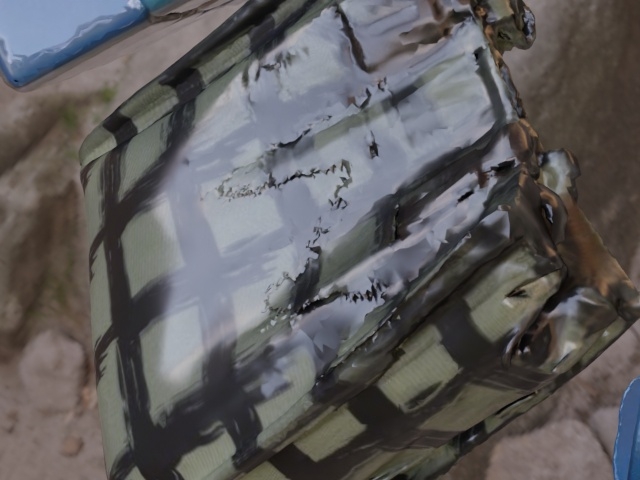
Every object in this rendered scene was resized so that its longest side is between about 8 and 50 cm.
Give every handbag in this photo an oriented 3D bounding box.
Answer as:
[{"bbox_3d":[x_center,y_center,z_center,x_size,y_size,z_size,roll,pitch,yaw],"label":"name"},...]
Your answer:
[{"bbox_3d":[0.000,0.000,0.775,0.327,0.162,0.325,-39,44,29],"label":"handbag"}]

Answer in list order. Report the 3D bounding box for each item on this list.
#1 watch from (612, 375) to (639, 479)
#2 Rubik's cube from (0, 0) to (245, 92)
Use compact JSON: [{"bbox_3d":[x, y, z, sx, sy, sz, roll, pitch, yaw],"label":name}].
[{"bbox_3d":[0.387,0.143,1.229,0.241,0.274,0.305,9,68,23],"label":"watch"},{"bbox_3d":[-0.118,-0.346,0.999,0.344,0.346,0.347,-26,8,11],"label":"Rubik's cube"}]
